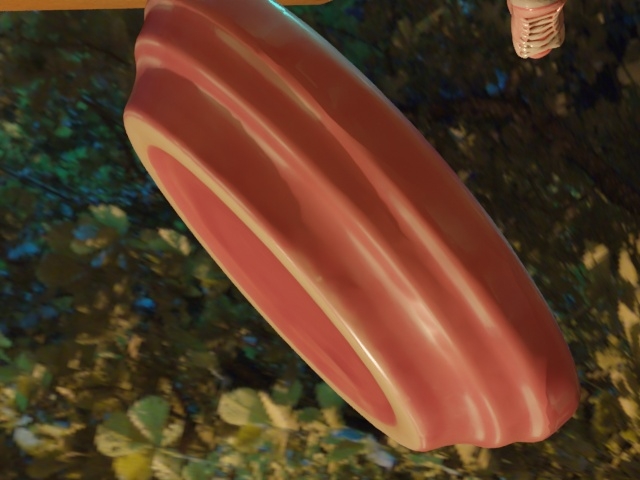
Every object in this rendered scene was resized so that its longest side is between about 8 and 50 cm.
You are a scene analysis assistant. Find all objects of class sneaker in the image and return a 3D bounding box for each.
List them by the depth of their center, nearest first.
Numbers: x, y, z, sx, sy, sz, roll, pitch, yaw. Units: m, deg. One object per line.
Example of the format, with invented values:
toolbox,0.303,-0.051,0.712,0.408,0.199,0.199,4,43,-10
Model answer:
sneaker,0.187,-0.187,1.176,0.051,0.134,0.070,-15,-76,4

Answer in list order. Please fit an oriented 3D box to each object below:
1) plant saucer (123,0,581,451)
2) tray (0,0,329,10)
plant saucer,0.000,0.000,0.784,0.084,0.332,0.332,-42,-113,-11
tray,-0.099,-0.259,1.224,0.203,0.411,0.076,-9,-90,52
